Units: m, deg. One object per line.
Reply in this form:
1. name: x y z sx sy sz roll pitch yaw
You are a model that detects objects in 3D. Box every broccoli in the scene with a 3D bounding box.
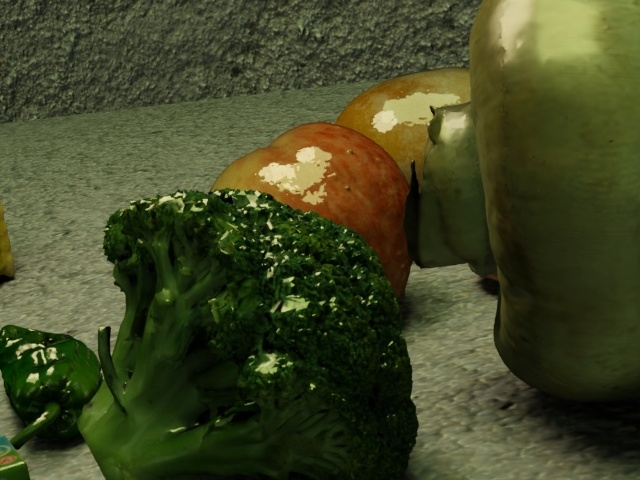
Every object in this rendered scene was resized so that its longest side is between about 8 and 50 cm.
1. broccoli: -0.057 0.084 0.857 0.241 0.261 0.269 -34 58 -7

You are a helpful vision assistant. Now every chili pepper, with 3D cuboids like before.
1. chili pepper: -0.244 0.121 1.107 0.100 0.074 0.257 -9 7 -17

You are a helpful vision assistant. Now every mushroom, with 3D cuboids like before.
1. mushroom: 0.198 -0.050 0.922 0.260 0.352 0.352 2 16 16

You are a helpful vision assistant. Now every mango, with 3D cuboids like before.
1. mango: 0.192 -0.114 1.494 0.384 0.199 0.221 -13 13 -20

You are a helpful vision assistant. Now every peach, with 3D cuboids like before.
1. peach: 0.000 0.000 1.226 0.232 0.232 0.232 -9 13 2

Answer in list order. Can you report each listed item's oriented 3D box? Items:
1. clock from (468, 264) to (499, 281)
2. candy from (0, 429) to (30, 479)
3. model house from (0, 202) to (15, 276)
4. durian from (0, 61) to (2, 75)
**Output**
1. clock: 0.271 0.001 1.271 0.244 0.056 0.244 -8 15 2
2. candy: -0.275 0.174 0.917 0.097 0.062 0.194 -15 15 -24
3. model house: -0.483 -0.026 1.635 0.174 0.193 0.234 -9 10 11
4. durian: -0.553 -0.222 1.608 0.258 0.258 0.293 -6 22 13
